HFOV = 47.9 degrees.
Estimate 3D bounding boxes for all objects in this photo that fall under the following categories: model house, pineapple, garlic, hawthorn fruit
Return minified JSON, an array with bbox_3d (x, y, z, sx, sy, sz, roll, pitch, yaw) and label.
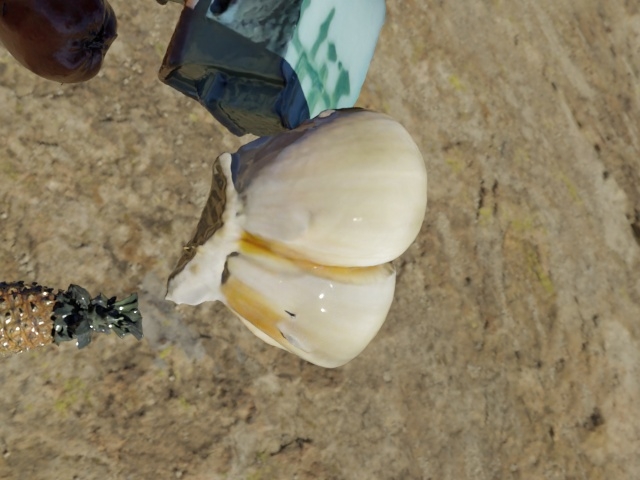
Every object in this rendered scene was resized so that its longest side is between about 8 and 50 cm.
[{"bbox_3d":[-0.118,-0.301,1.054,0.252,0.329,0.295,33,73,-69],"label":"model house"},{"bbox_3d":[-0.504,0.157,1.408,0.310,0.141,0.170,3,24,-16],"label":"pineapple"},{"bbox_3d":[0.000,0.000,0.816,0.313,0.249,0.286,12,85,-56],"label":"garlic"},{"bbox_3d":[-0.438,-0.352,1.148,0.202,0.185,0.185,24,40,3],"label":"hawthorn fruit"}]
